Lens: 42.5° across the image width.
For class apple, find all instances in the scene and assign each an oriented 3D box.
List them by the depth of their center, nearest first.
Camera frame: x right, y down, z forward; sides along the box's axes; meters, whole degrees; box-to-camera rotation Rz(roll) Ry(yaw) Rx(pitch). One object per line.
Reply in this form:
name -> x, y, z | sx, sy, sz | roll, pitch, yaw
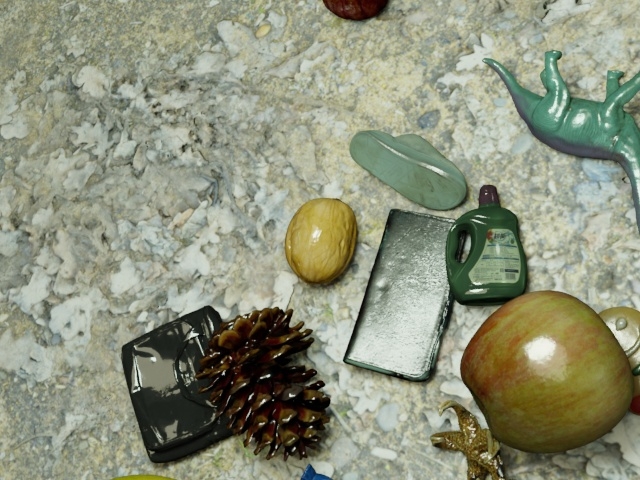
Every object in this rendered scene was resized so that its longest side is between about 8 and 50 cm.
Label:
apple -> 0.354, 0.212, 1.313 | 0.233, 0.257, 0.257 | -26, 64, -2

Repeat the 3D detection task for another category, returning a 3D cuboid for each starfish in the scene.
starfish -> 0.263, 0.362, 1.379 | 0.074, 0.146, 0.190 | -20, 57, -31

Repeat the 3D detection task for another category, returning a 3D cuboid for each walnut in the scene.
walnut -> 0.000, 0.000, 1.605 | 0.144, 0.144, 0.180 | 20, 90, 28

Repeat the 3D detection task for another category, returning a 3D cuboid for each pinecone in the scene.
pinecone -> -0.091, 0.266, 1.513 | 0.246, 0.246, 0.292 | -34, 79, 11

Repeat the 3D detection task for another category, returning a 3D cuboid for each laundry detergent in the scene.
laundry detergent -> 0.297, 0.005, 1.501 | 0.144, 0.078, 0.222 | -4, 73, 6

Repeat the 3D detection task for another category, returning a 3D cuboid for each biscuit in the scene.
biscuit -> 0.577, 0.207, 1.337 | 0.301, 0.049, 0.197 | 33, 86, 30

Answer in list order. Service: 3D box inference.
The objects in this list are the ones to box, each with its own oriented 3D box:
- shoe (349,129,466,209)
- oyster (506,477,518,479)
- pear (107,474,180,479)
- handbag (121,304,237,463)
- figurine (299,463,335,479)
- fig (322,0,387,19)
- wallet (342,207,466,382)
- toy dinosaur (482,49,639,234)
shoe -> 0.180, -0.151, 1.608 | 0.251, 0.103, 0.100 | 28, 43, 16
oyster -> 0.349, 0.431, 1.381 | 0.083, 0.019, 0.054 | 3, 73, 27
pear -> -0.288, 0.598, 1.421 | 0.418, 0.362, 0.363 | 28, 86, 29
handbag -> -0.279, 0.289, 1.673 | 0.244, 0.088, 0.275 | -25, 64, 11
figurine -> 0.060, 0.503, 1.441 | 0.262, 0.120, 0.164 | 40, 99, 12
fig -> 0.080, -0.543, 1.734 | 0.149, 0.202, 0.148 | 15, 94, -8
wallet -> 0.166, 0.100, 1.549 | 0.172, 0.045, 0.318 | 11, 74, 21
toy dinosaur -> 0.454, -0.164, 1.491 | 0.383, 0.129, 0.331 | 8, 86, 27
